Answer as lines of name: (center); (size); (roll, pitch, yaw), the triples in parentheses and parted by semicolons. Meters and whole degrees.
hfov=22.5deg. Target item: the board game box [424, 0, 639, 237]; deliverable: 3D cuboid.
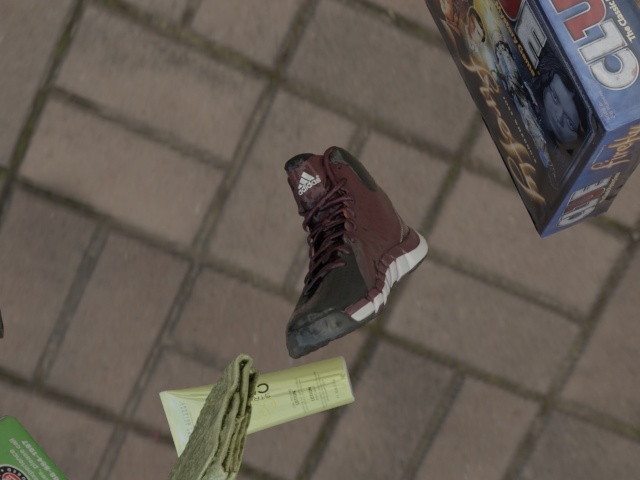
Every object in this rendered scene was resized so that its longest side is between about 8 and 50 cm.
board game box: (0.089, -0.138, 0.797); (0.042, 0.165, 0.243); (-22, 75, -9)

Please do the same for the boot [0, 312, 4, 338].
boot: (-0.470, 0.008, 1.594); (0.223, 0.118, 0.338); (-23, 139, 5)

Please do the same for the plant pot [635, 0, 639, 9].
plant pot: (0.221, -0.279, 1.360); (0.263, 0.229, 0.263); (-5, 124, -7)

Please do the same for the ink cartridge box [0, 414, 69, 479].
ink cartridge box: (-0.246, 0.261, 0.993); (0.201, 0.278, 0.117); (48, 127, 11)

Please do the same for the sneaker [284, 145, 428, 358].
sneaker: (0.000, 0.000, 1.552); (0.106, 0.281, 0.162); (-29, 96, 24)

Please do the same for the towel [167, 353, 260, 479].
towel: (-0.075, 0.145, 0.935); (0.027, 0.110, 0.148); (23, 124, -7)

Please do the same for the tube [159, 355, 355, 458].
tube: (-0.078, 0.207, 2.042); (0.240, 0.070, 0.062); (-14, 147, 2)
